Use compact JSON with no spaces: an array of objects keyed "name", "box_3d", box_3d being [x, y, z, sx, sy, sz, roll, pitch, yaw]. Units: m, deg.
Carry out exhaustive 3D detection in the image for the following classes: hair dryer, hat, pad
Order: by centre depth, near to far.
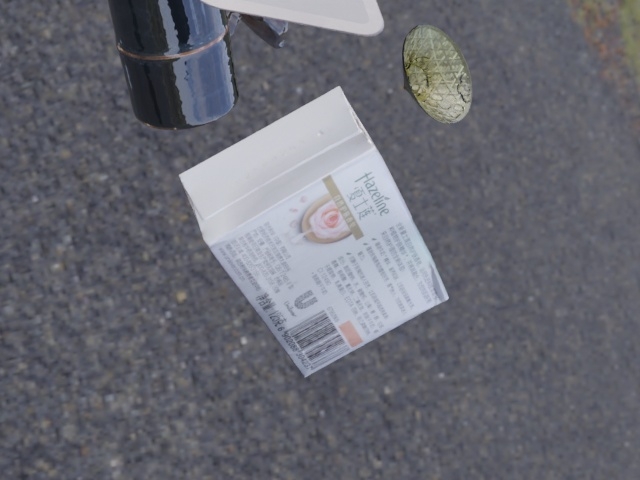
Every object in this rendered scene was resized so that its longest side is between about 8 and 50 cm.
[{"name":"pad","box_3d":[-0.048,-0.268,1.022,0.176,0.002,0.266,7,46,-24]},{"name":"hair dryer","box_3d":[-0.112,-0.283,1.210,0.352,0.107,0.189,-71,159,-49]},{"name":"hat","box_3d":[0.141,-0.223,1.705,0.146,0.067,0.146,17,65,-41]}]

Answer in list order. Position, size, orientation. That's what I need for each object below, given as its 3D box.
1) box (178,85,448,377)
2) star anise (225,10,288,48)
[{"name":"box","box_3d":[0.000,0.000,0.905,0.081,0.135,0.199,62,1,39]},{"name":"star anise","box_3d":[-0.101,-0.366,1.420,0.315,0.108,0.315,-20,123,-34]}]
